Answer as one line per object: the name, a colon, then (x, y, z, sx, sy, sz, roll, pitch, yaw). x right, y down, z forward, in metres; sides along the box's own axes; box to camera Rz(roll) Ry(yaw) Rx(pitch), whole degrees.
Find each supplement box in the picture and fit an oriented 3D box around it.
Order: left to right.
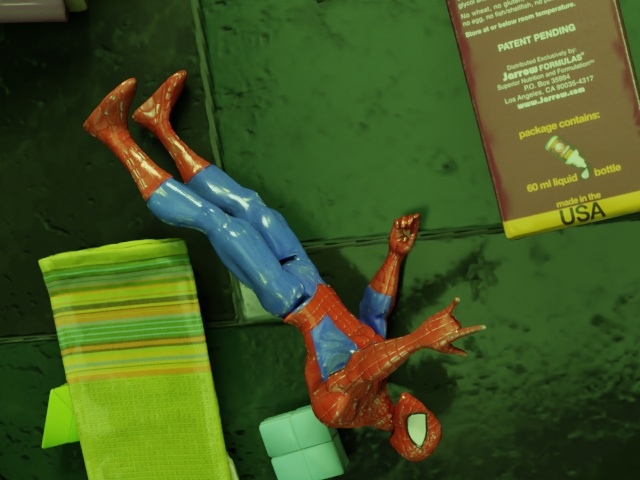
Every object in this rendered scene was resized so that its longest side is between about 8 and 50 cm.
supplement box: (0.117, -0.104, 0.494, 0.081, 0.104, 0.188, -14, 94, 16)

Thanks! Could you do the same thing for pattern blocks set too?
pattern blocks set: (-0.118, 0.229, 0.642, 0.325, 0.026, 0.285, -9, 96, 15)

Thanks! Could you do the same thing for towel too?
towel: (-0.113, 0.119, 0.600, 0.102, 0.021, 0.237, -8, 96, 16)

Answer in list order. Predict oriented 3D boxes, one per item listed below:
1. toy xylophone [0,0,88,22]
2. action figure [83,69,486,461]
toy xylophone: (-0.234, -0.288, 0.530, 0.236, 0.081, 0.322, 6, 101, -8)
action figure: (0.000, 0.000, 0.542, 0.139, 0.091, 0.280, -38, 88, 28)
